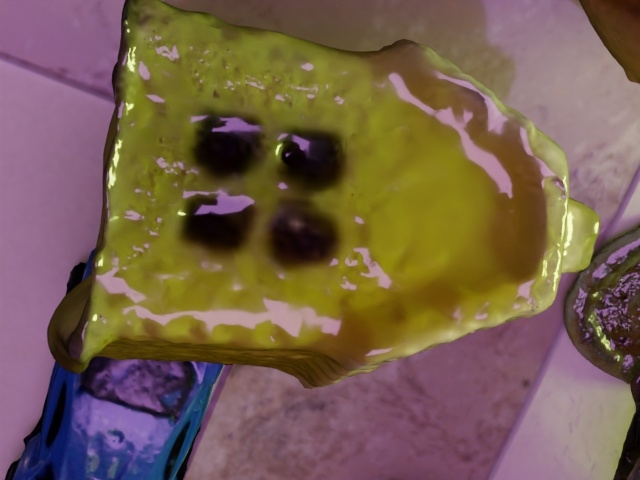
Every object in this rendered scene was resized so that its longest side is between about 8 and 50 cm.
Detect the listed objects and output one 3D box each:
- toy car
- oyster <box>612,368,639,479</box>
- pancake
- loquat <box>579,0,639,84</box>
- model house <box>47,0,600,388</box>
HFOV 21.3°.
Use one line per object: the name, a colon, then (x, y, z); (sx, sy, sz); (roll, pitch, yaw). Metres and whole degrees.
toy car: (-0.108, 0.095, 0.928); (0.103, 0.063, 0.216); (18, 108, -7)
oyster: (0.239, 0.118, 0.896); (0.221, 0.096, 0.361); (43, 120, 6)
pancake: (0.188, 0.035, 0.937); (0.108, 0.017, 0.108); (-1, 112, -3)
loquat: (0.206, -0.152, 0.777); (0.213, 0.213, 0.213); (0, 109, -1)
model house: (0.000, 0.000, 0.811); (0.234, 0.193, 0.175); (13, 80, -5)
